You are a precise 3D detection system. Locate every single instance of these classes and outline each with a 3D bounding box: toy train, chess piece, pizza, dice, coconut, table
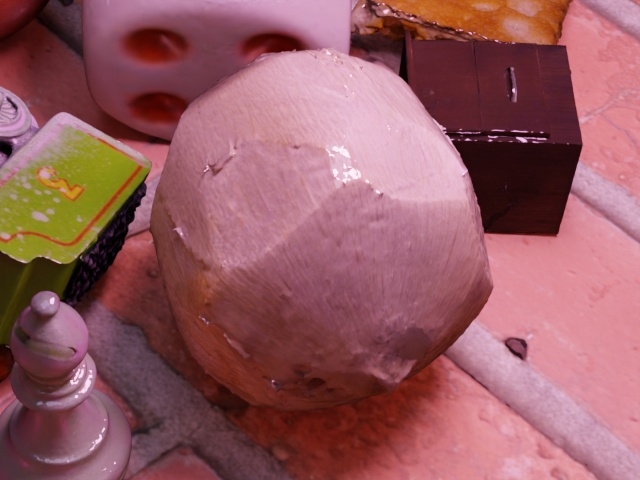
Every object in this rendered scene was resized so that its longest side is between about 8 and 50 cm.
[{"bbox_3d":[-0.334,-0.027,1.528,0.249,0.173,0.307,31,33,0],"label":"toy train"},{"bbox_3d":[-0.250,0.137,1.381,0.139,0.271,0.139,2,50,-2],"label":"chess piece"},{"bbox_3d":[0.190,-0.305,1.915,0.258,0.087,0.268,21,41,5],"label":"pizza"},{"bbox_3d":[-0.116,-0.308,1.748,0.304,0.277,0.304,3,57,-2],"label":"dice"},{"bbox_3d":[0.000,0.000,1.480,0.346,0.346,0.360,-14,44,-17],"label":"coconut"},{"bbox_3d":[0.188,-0.125,1.713,0.193,0.172,0.169,3,49,-3],"label":"table"}]

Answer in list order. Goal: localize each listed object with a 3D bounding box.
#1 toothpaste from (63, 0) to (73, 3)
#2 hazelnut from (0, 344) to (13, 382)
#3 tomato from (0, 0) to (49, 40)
[{"bbox_3d":[-0.348,-0.338,1.943,0.024,0.015,0.083,-15,48,-27],"label":"toothpaste"},{"bbox_3d":[-0.360,0.118,1.519,0.086,0.086,0.086,3,50,-3],"label":"hazelnut"},{"bbox_3d":[-0.448,-0.355,1.791,0.265,0.265,0.265,3,50,-3],"label":"tomato"}]
